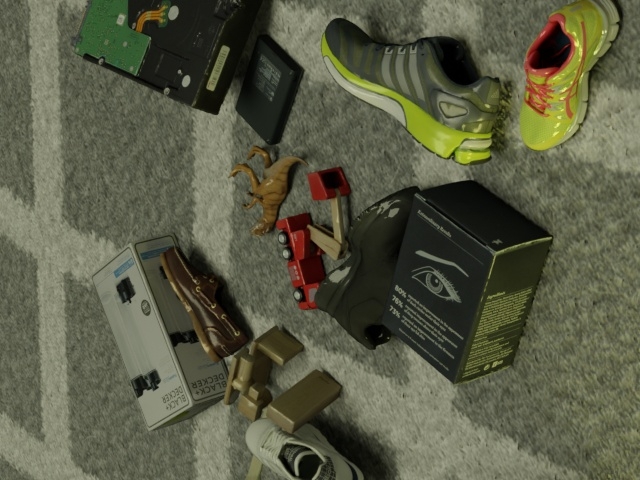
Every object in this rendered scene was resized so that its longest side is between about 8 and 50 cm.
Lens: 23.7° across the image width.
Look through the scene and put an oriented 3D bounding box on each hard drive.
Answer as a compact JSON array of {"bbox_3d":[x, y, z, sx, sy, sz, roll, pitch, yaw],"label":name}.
[{"bbox_3d":[-0.077,-0.220,2.239,0.094,0.022,0.135,47,134,31],"label":"hard drive"},{"bbox_3d":[-0.229,-0.344,2.291,0.339,0.064,0.236,26,97,43],"label":"hard drive"}]

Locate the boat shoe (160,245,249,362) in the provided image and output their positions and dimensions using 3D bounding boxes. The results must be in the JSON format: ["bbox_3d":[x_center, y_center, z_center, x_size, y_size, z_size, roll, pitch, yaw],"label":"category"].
[{"bbox_3d":[-0.183,0.092,2.440,0.073,0.073,0.207,-34,75,11],"label":"boat shoe"}]

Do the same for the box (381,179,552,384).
[{"bbox_3d":[0.182,0.051,1.939,0.153,0.108,0.207,41,130,36],"label":"box"}]

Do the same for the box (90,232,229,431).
[{"bbox_3d":[-0.264,0.153,2.535,0.169,0.087,0.290,-32,76,51],"label":"box"}]

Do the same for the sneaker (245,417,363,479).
[{"bbox_3d":[-0.040,0.308,2.226,0.235,0.095,0.090,21,84,47],"label":"sneaker"}]

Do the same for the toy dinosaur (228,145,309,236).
[{"bbox_3d":[-0.069,-0.093,2.254,0.112,0.064,0.211,40,142,13],"label":"toy dinosaur"}]

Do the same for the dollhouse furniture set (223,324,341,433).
[{"bbox_3d":[-0.065,0.242,2.296,0.151,0.144,0.123,33,131,23],"label":"dollhouse furniture set"}]

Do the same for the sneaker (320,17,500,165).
[{"bbox_3d":[0.122,-0.217,1.948,0.300,0.111,0.121,38,119,31],"label":"sneaker"}]

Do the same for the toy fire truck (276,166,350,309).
[{"bbox_3d":[0.000,0.000,2.195,0.135,0.047,0.192,-15,90,50],"label":"toy fire truck"}]

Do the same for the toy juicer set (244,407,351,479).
[{"bbox_3d":[-0.014,0.417,2.281,0.329,0.089,0.209,31,94,44],"label":"toy juicer set"}]

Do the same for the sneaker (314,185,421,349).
[{"bbox_3d":[0.094,0.038,2.063,0.130,0.109,0.286,49,144,20],"label":"sneaker"}]

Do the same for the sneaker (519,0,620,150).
[{"bbox_3d":[0.265,-0.192,1.771,0.081,0.094,0.208,42,132,33],"label":"sneaker"}]
